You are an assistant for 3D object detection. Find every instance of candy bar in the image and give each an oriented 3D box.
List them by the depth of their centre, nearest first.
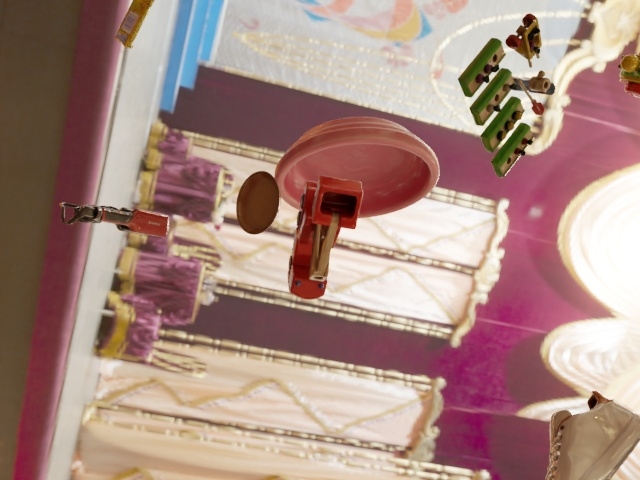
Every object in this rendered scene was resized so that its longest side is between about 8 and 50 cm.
[{"bbox_3d":[-0.295,-0.392,1.271,0.161,0.040,0.018,-57,172,18],"label":"candy bar"}]

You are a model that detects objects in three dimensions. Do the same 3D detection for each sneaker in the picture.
[{"bbox_3d":[0.383,0.348,1.193,0.290,0.123,0.105,-36,147,-29],"label":"sneaker"}]

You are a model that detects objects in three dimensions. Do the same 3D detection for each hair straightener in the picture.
[{"bbox_3d":[-0.340,-0.032,1.225,0.230,0.089,0.047,0,96,-66],"label":"hair straightener"}]

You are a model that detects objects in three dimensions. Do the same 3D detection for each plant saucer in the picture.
[{"bbox_3d":[-0.076,-0.047,0.986,0.083,0.015,0.083,-10,-105,42],"label":"plant saucer"},{"bbox_3d":[0.071,-0.150,1.558,0.332,0.332,0.084,122,-32,-61],"label":"plant saucer"}]

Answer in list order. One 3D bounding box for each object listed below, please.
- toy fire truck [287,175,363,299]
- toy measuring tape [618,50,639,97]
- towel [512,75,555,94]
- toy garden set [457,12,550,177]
[{"bbox_3d":[0.000,0.000,0.868,0.135,0.047,0.192,-97,-163,-60],"label":"toy fire truck"},{"bbox_3d":[0.844,-0.393,1.905,0.121,0.330,0.121,-27,-124,49],"label":"toy measuring tape"},{"bbox_3d":[0.439,-0.335,1.641,0.067,0.120,0.029,-91,-171,-71],"label":"towel"},{"bbox_3d":[0.360,-0.265,1.391,0.049,0.244,0.204,22,-114,44],"label":"toy garden set"}]
